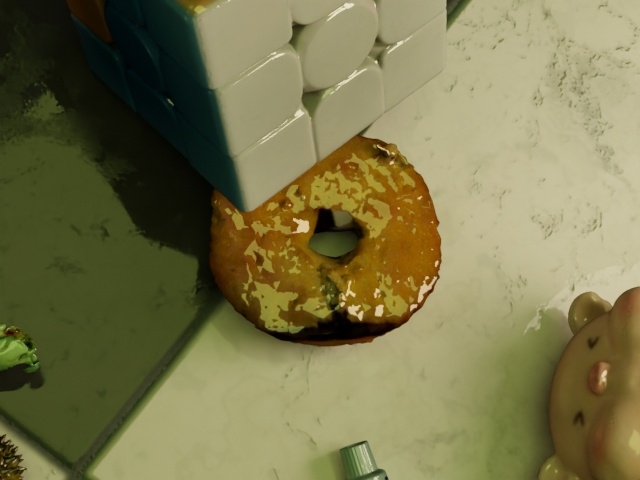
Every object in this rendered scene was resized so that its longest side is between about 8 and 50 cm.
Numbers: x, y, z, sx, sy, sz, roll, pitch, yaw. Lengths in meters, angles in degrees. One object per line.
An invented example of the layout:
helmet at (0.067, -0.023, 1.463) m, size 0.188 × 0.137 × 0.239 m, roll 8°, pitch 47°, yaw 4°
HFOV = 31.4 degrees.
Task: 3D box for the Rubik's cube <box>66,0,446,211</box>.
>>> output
Rubik's cube at (-0.073, -0.264, 1.127) m, size 0.291 × 0.290 × 0.292 m, roll -36°, pitch 59°, yaw -17°

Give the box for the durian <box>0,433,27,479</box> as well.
durian at (-0.377, 0.233, 1.075) m, size 0.193 × 0.137 × 0.237 m, roll 23°, pitch 31°, yaw -6°

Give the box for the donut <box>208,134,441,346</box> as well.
donut at (0.003, -0.001, 1.214) m, size 0.254 × 0.118 × 0.253 m, roll 3°, pitch 76°, yaw -14°

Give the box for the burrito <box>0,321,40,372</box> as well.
burrito at (-0.416, 0.101, 1.116) m, size 0.288 × 0.104 × 0.054 m, roll -1°, pitch 108°, yaw 0°

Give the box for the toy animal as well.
toy animal at (0.367, 0.135, 1.191) m, size 0.247 × 0.277 × 0.345 m, roll 26°, pitch 71°, yaw 15°

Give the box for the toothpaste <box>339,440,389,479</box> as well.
toothpaste at (0.079, 0.355, 1.181) m, size 0.075 × 0.048 × 0.296 m, roll -16°, pitch 84°, yaw -18°
